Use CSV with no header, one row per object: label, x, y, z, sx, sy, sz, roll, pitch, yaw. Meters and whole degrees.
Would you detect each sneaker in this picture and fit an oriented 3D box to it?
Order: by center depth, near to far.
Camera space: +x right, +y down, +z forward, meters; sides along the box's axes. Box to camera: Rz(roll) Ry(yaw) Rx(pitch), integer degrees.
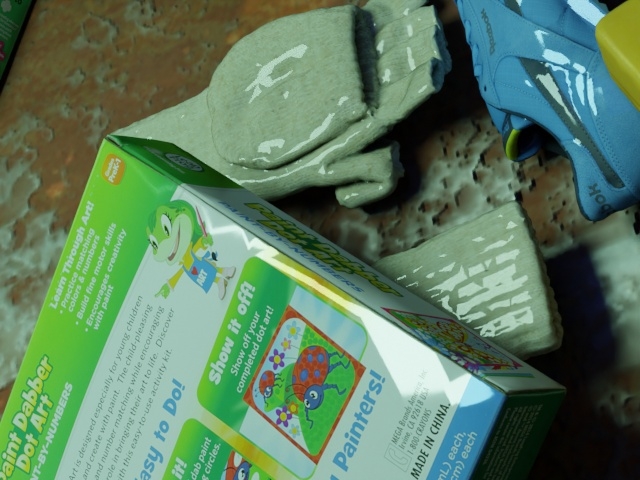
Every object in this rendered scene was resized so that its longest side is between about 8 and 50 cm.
sneaker,0.091,-0.095,0.802,0.082,0.069,0.209,-44,57,12

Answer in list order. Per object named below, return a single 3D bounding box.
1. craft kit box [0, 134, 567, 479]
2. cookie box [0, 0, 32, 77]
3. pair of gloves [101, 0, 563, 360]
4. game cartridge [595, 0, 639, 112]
craft kit box,-0.044,0.116,0.763,0.246,0.061,0.250,32,107,31
cookie box,-0.221,-0.132,1.007,0.092,0.040,0.107,13,79,33
pair of gloves,0.000,0.000,0.834,0.204,0.042,0.240,-33,57,19
game cartridge,0.309,-0.074,0.632,0.324,0.052,0.285,-34,52,3
